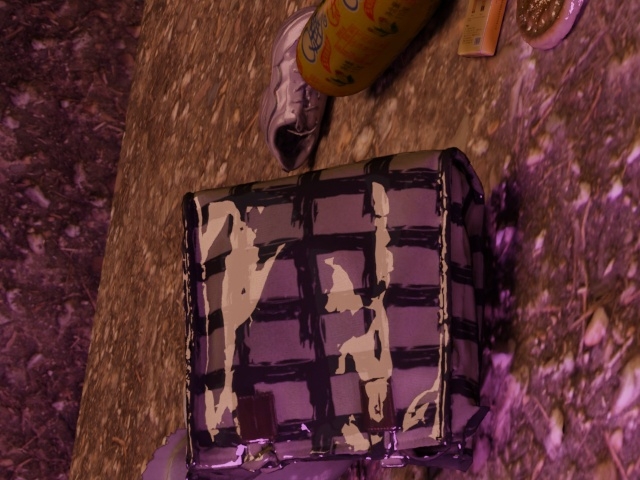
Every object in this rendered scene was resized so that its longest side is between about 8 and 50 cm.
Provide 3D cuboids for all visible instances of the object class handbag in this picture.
[{"bbox_3d":[0.014,0.086,1.760,0.162,0.325,0.327,46,-139,-56],"label":"handbag"}]

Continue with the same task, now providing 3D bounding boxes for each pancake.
[{"bbox_3d":[0.243,-0.273,1.749,0.151,0.025,0.151,-169,90,-72],"label":"pancake"}]

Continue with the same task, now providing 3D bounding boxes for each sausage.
[{"bbox_3d":[0.062,-0.285,2.151,0.347,0.123,0.123,134,145,-60],"label":"sausage"}]

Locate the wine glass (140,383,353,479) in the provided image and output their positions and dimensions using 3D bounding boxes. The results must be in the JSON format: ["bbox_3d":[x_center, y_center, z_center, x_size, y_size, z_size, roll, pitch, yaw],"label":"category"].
[{"bbox_3d":[-0.067,0.221,2.023,0.323,0.238,0.238,113,160,-46],"label":"wine glass"}]

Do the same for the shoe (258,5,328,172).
[{"bbox_3d":[-0.026,-0.218,2.439,0.137,0.095,0.245,-105,29,-49],"label":"shoe"}]

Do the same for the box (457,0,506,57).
[{"bbox_3d":[0.193,-0.282,1.917,0.073,0.020,0.149,-162,85,-73],"label":"box"}]

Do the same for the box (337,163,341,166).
[{"bbox_3d":[-0.001,0.000,2.266,0.229,0.050,0.123,133,147,-59],"label":"box"}]
